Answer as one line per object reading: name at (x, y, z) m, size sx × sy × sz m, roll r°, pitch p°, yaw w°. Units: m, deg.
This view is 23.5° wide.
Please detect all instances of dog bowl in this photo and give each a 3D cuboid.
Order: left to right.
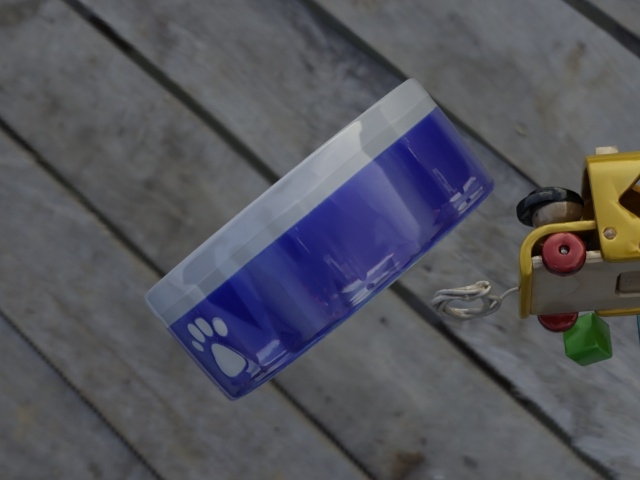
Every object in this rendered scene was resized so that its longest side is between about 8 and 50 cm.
dog bowl at (0.000, 0.000, 1.159) m, size 0.265 × 0.265 × 0.104 m, roll -39°, pitch 91°, yaw 14°

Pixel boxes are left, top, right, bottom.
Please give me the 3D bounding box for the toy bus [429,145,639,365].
toy bus at (0.197, -0.009, 1.000) m, size 0.191 × 0.202 × 0.104 m, roll -31°, pitch 51°, yaw 41°
